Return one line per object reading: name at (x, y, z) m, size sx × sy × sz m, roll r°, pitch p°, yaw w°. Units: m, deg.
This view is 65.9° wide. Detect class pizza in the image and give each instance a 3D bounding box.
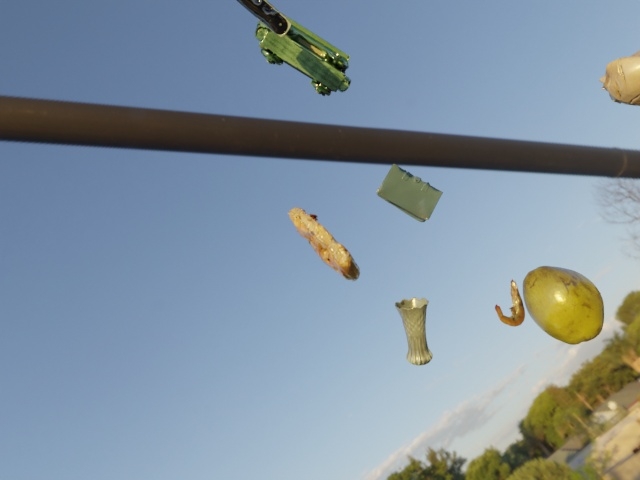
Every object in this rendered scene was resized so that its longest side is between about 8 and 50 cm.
pizza at (0.000, 0.000, 1.439) m, size 0.071 × 0.297 × 0.189 m, roll -40°, pitch -16°, yaw -3°

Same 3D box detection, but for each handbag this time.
handbag at (0.336, -0.179, 1.864) m, size 0.144 × 0.221 × 0.057 m, roll -60°, pitch -2°, yaw -8°

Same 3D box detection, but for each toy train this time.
toy train at (-0.149, -0.523, 1.078) m, size 0.043 × 0.207 × 0.047 m, roll -49°, pitch 3°, yaw 18°
toy train at (-0.047, -0.528, 1.403) m, size 0.300 × 0.202 × 0.120 m, roll 27°, pitch -64°, yaw -16°

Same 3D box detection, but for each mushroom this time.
mushroom at (0.484, -0.237, 0.695) m, size 0.223 × 0.081 × 0.092 m, roll -11°, pitch -64°, yaw -33°

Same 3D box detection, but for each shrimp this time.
shrimp at (0.450, 0.147, 1.178) m, size 0.083 × 0.114 × 0.023 m, roll 4°, pitch -15°, yaw -19°

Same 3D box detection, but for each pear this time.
pear at (0.371, 0.095, 0.756) m, size 0.107 × 0.131 × 0.107 m, roll -22°, pitch -26°, yaw -11°

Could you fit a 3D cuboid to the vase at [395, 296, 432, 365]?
vase at (0.225, 0.216, 1.164) m, size 0.081 × 0.081 × 0.149 m, roll -16°, pitch -79°, yaw -33°
